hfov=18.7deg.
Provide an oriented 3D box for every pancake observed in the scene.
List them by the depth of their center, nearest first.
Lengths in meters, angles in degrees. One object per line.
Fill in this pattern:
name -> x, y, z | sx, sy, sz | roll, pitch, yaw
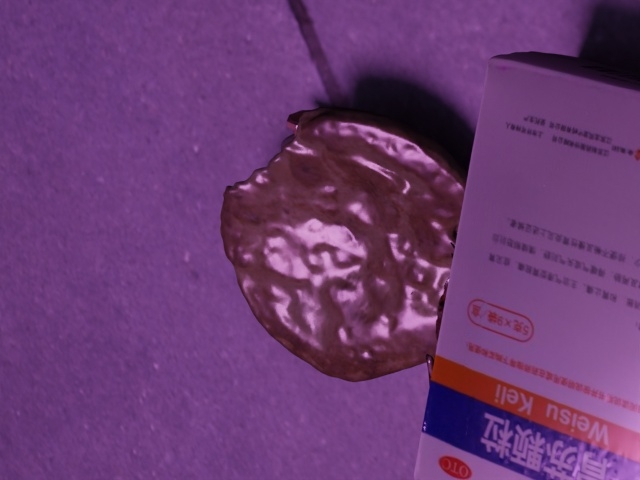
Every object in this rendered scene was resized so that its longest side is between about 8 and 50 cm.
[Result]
pancake -> 0.029, 0.004, 1.455 | 0.222, 0.042, 0.236 | 30, 127, 8

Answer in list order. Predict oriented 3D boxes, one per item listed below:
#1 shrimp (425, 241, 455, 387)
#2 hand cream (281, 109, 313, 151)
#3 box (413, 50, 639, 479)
shrimp -> 0.117, 0.084, 1.403 | 0.073, 0.075, 0.190 | 7, 123, 36
hand cream -> 0.000, 0.000, 1.515 | 0.067, 0.043, 0.209 | 18, 125, 39
box -> 0.189, 0.044, 1.256 | 0.200, 0.106, 0.299 | 20, 105, 38
